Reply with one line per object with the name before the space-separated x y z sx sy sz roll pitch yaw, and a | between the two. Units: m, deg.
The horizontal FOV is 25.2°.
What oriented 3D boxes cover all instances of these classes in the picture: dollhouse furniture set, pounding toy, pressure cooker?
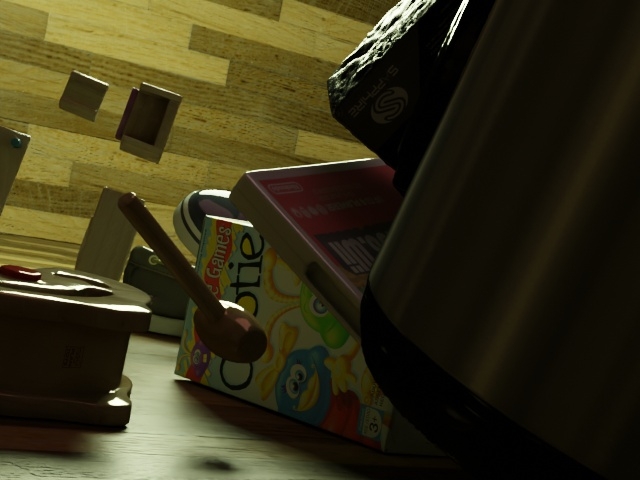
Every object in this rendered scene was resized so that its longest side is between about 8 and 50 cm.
dollhouse furniture set | -0.344 -0.072 1.598 0.303 0.286 0.198 20 -3 -7
pounding toy | -0.181 0.030 0.955 0.269 0.155 0.154 10 5 -29
pressure cooker | 0.257 -0.054 0.738 0.375 0.420 0.370 21 14 -14

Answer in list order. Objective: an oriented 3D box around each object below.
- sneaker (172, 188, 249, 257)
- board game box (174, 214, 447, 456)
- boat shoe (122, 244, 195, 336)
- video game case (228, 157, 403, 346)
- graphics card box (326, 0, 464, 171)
sneaker | 0.000 0.000 1.592 0.321 0.127 0.126 23 37 -24
board game box | 0.025 0.073 1.157 0.144 0.142 0.275 10 1 -40
boat shoe | -0.078 0.073 1.627 0.305 0.091 0.109 10 1 -18
video game case | 0.091 0.052 0.939 0.285 0.025 0.204 48 28 20
graphics card box | 0.213 -0.062 0.982 0.371 0.233 0.094 39 16 -17
